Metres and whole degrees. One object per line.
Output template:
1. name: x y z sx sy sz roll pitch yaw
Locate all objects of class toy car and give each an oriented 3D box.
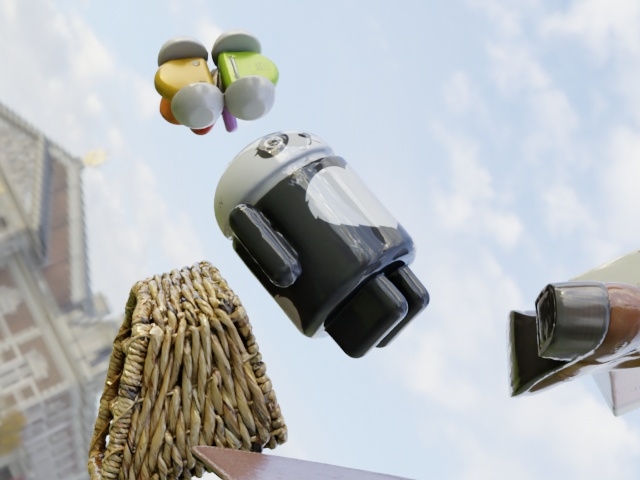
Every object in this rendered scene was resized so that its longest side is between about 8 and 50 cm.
1. toy car: -0.150 -0.214 1.731 0.136 0.182 0.159 93 -17 -48

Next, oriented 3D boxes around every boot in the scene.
1. boot: 0.338 0.103 1.195 0.264 0.281 0.096 104 -12 -63

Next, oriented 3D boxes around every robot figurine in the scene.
1. robot figurine: 0.000 -0.001 1.370 0.278 0.174 0.209 50 -10 16

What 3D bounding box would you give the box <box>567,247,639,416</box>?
1. box: 0.413 0.115 1.519 0.232 0.149 0.126 58 8 -61

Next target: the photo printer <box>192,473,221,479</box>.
1. photo printer: -0.275 0.480 1.841 0.107 0.256 0.307 57 -43 12

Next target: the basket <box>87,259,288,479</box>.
1. basket: -0.190 0.152 1.351 0.299 0.223 0.213 -173 -117 -78

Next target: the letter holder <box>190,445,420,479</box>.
1. letter holder: -0.008 0.291 1.157 0.214 0.302 0.152 19 -86 64
